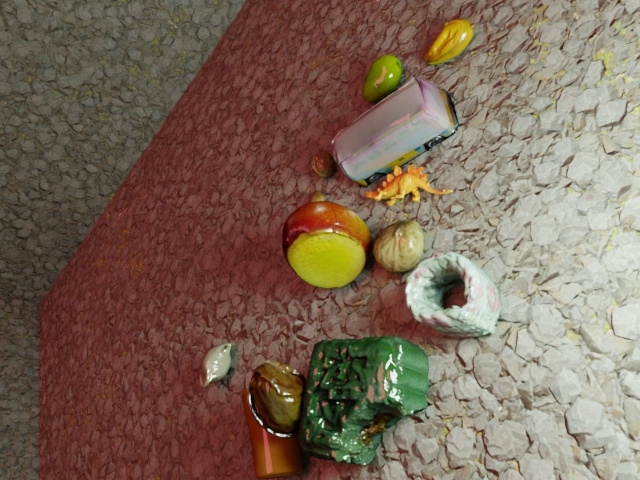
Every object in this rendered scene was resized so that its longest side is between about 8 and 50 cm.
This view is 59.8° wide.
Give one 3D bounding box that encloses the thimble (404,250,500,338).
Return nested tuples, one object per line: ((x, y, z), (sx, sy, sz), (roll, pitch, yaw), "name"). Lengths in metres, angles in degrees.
((0.314, 0.134, 1.302), (0.185, 0.149, 0.211), (-54, 41, 10), "thimble")

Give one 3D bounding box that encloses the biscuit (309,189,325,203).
((-0.034, -0.054, 1.859), (0.208, 0.047, 0.164), (-55, 41, 11), "biscuit")

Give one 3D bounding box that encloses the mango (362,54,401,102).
((0.204, -0.525, 1.820), (0.117, 0.089, 0.163), (39, 113, 42), "mango")

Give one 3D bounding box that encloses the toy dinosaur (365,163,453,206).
((0.248, -0.165, 1.594), (0.288, 0.070, 0.117), (-6, 66, 41), "toy dinosaur")

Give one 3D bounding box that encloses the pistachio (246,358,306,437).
((-0.106, 0.414, 1.457), (0.130, 0.165, 0.210), (120, 128, -79), "pistachio")

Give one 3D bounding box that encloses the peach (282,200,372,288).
((0.000, 0.000, 1.618), (0.248, 0.275, 0.245), (-54, 43, 3), "peach")

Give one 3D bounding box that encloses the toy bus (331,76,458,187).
((0.198, -0.318, 1.652), (0.386, 0.162, 0.171), (-30, 52, 35), "toy bus")

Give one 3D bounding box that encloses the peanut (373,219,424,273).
((0.213, 0.018, 1.505), (0.159, 0.109, 0.140), (-29, 39, 51), "peanut")

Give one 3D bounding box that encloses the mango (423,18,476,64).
((0.386, -0.591, 1.665), (0.187, 0.066, 0.101), (-36, 55, 37), "mango")

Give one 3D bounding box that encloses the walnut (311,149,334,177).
((0.008, -0.258, 1.897), (0.079, 0.083, 0.096), (131, 146, -63), "walnut")

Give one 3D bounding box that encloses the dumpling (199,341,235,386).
((-0.373, 0.433, 1.940), (0.134, 0.100, 0.169), (-28, 48, 54), "dumpling")

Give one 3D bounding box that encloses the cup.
((-0.106, 0.520, 1.563), (0.226, 0.182, 0.264), (-16, 65, 19), "cup")

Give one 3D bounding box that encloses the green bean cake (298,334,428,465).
((0.102, 0.397, 1.382), (0.308, 0.169, 0.300), (-13, 61, 42), "green bean cake")
